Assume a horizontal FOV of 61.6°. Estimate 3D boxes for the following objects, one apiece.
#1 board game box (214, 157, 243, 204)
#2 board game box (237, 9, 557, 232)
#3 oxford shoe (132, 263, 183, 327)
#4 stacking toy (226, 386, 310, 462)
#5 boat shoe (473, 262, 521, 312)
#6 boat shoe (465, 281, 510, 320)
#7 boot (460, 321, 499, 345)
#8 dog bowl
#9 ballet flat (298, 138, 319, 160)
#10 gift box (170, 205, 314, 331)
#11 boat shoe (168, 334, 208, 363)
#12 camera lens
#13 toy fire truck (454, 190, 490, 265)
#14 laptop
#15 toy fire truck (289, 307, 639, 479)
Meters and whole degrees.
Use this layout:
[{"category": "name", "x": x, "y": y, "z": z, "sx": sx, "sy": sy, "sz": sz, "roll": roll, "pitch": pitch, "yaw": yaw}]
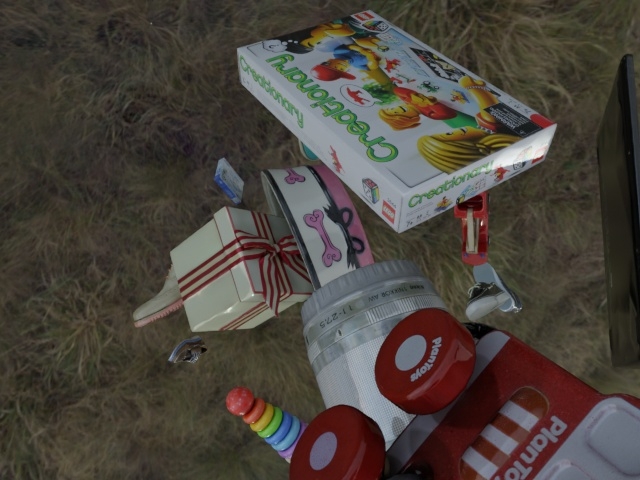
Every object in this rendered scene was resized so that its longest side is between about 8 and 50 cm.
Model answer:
[{"category": "board game box", "x": -0.231, "y": -0.151, "z": 1.365, "sx": 0.020, "sy": 0.090, "sz": 0.090, "roll": -24, "pitch": 126, "yaw": 18}, {"category": "board game box", "x": 0.065, "y": -0.150, "z": 0.583, "sx": 0.193, "sy": 0.305, "sz": 0.053, "roll": -26, "pitch": 142, "yaw": -22}, {"category": "oxford shoe", "x": -0.420, "y": 0.108, "z": 1.639, "sx": 0.397, "sy": 0.140, "sz": 0.146, "roll": -40, "pitch": 97, "yaw": -26}, {"category": "stacking toy", "x": -0.171, "y": 0.592, "z": 1.762, "sx": 0.141, "sy": 0.141, "sz": 0.330, "roll": -46, "pitch": 111, "yaw": 4}, {"category": "boat shoe", "x": 0.534, "y": 0.143, "z": 1.628, "sx": 0.065, "sy": 0.183, "sz": 0.083, "roll": -43, "pitch": 142, "yaw": 24}, {"category": "boat shoe", "x": 0.399, "y": 0.144, "z": 1.331, "sx": 0.078, "sy": 0.070, "sz": 0.219, "roll": -47, "pitch": 157, "yaw": 25}, {"category": "boot", "x": 0.357, "y": 0.265, "z": 1.222, "sx": 0.229, "sy": 0.263, "sz": 0.091, "roll": 48, "pitch": 58, "yaw": -20}, {"category": "dog bowl", "x": 0.000, "y": 0.000, "z": 1.275, "sx": 0.150, "sy": 0.408, "sz": 0.408, "roll": -21, "pitch": 116, "yaw": -8}, {"category": "ballet flat", "x": -0.035, "y": -0.305, "z": 1.231, "sx": 0.086, "sy": 0.086, "sz": 0.248, "roll": -15, "pitch": 122, "yaw": -11}, {"category": "gift box", "x": -0.169, "y": 0.087, "z": 1.312, "sx": 0.258, "sy": 0.276, "sz": 0.255, "roll": -34, "pitch": 161, "yaw": 29}, {"category": "boat shoe", "x": -0.412, "y": 0.352, "z": 1.706, "sx": 0.066, "sy": 0.183, "sz": 0.066, "roll": 35, "pitch": 105, "yaw": 9}, {"category": "camera lens", "x": 0.107, "y": 0.194, "z": 0.773, "sx": 0.219, "sy": 0.274, "sz": 0.219, "roll": -17, "pitch": 154, "yaw": -9}, {"category": "toy fire truck", "x": 0.251, "y": -0.025, "z": 0.880, "sx": 0.047, "sy": 0.135, "sz": 0.192, "roll": 2, "pitch": 124, "yaw": 19}, {"category": "laptop", "x": 0.538, "y": -0.007, "z": 0.765, "sx": 0.236, "sy": 0.408, "sz": 0.381, "roll": -3, "pitch": 76, "yaw": 21}, {"category": "toy fire truck", "x": 0.121, "y": 0.219, "z": 0.458, "sx": 0.169, "sy": 0.254, "sz": 0.302, "roll": 41, "pitch": 89, "yaw": -22}]
